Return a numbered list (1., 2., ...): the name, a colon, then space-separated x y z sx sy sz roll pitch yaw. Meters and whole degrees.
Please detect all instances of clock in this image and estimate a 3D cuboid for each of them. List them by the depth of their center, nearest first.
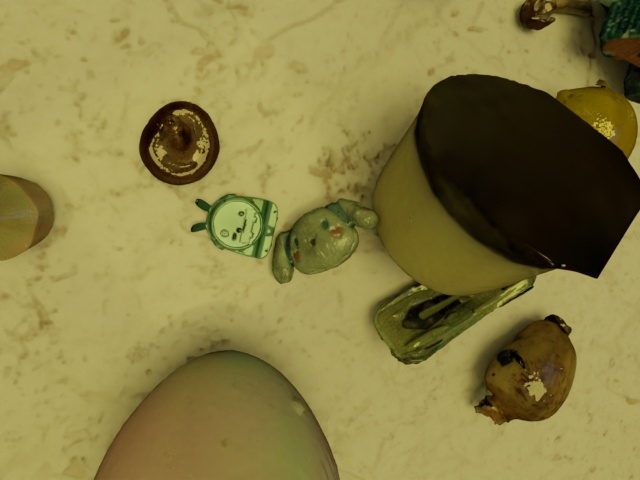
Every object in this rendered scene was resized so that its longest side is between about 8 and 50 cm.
1. clock: -0.142 -0.027 0.698 0.135 0.041 0.101 11 94 -17

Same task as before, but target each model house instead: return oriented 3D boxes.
1. model house: 0.601 -0.439 0.806 0.291 0.184 0.253 23 92 -7

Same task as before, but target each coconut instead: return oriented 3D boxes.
1. coconut: -0.437 -0.032 0.571 0.116 0.122 0.116 -2 98 -17

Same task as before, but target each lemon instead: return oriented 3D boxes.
1. lemon: 0.491 -0.188 0.795 0.174 0.173 0.206 -16 104 -14

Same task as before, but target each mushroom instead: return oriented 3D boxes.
1. mushroom: -0.214 -0.148 0.643 0.126 0.085 0.109 -47 141 -8
2. mushroom: 0.468 -0.446 0.817 0.187 0.061 0.060 -15 99 -18

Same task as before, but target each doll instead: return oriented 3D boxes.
1. doll: 0.000 0.000 0.703 0.214 0.072 0.103 -31 68 25

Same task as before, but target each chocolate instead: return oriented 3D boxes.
1. chocolate: 0.252 -0.055 0.673 0.326 0.297 0.314 42 58 15

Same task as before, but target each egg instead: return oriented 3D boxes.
1. egg: -0.144 0.330 0.593 0.355 0.354 0.339 -1 80 -16

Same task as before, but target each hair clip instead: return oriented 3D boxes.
1. hair clip: 0.252 0.116 0.805 0.321 0.138 0.091 -29 148 -11

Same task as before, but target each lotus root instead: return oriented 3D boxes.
1. lotus root: 0.421 0.263 0.846 0.154 0.140 0.256 43 78 -23
